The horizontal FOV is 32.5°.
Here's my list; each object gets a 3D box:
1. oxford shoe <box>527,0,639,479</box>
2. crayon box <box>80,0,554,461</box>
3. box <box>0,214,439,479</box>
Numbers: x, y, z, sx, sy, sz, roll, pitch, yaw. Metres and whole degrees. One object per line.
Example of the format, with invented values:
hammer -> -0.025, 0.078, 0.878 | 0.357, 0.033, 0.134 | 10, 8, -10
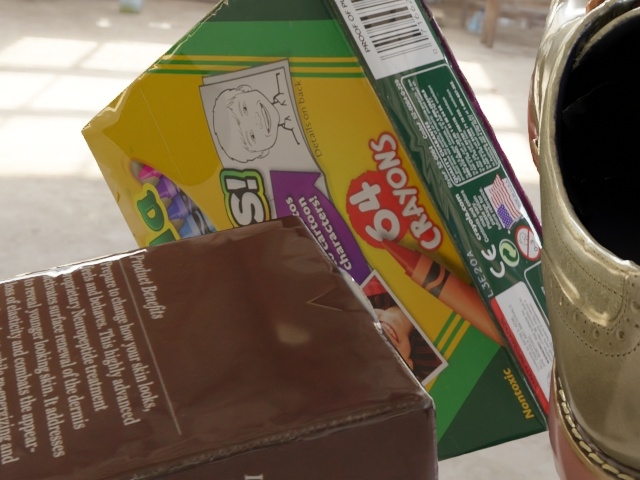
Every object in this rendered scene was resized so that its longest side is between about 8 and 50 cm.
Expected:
oxford shoe -> 0.163, -0.064, 0.499 | 0.140, 0.146, 0.397 | -5, 41, 12
crayon box -> 0.000, 0.000, 0.842 | 0.106, 0.363, 0.313 | -24, -4, -45
box -> -0.155, 0.119, 0.497 | 0.381, 0.143, 0.191 | -14, 28, -12
